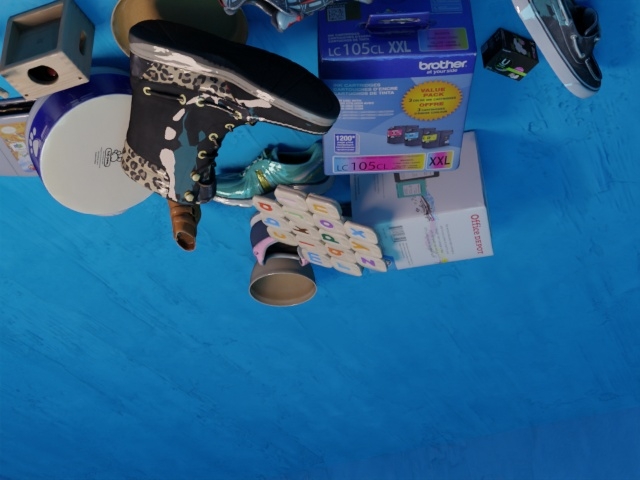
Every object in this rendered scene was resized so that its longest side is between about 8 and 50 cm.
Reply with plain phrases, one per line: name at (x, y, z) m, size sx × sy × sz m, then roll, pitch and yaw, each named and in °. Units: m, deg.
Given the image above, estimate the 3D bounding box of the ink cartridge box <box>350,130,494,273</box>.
ink cartridge box at (0.213, -0.077, 2.070) m, size 0.270 × 0.197 × 0.198 m, roll -8°, pitch 147°, yaw 10°

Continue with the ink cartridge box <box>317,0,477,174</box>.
ink cartridge box at (0.130, -0.292, 1.774) m, size 0.269 × 0.151 × 0.395 m, roll -3°, pitch 146°, yaw 0°

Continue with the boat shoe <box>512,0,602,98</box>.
boat shoe at (0.442, -0.362, 1.730) m, size 0.102 × 0.108 × 0.301 m, roll -21°, pitch 136°, yaw 29°

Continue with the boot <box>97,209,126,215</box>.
boot at (-0.417, -0.120, 2.075) m, size 0.258 × 0.095 × 0.123 m, roll -11°, pitch 154°, yaw 29°

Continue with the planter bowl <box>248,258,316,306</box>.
planter bowl at (-0.092, 0.072, 2.370) m, size 0.162 × 0.109 × 0.162 m, roll -2°, pitch 148°, yaw -1°

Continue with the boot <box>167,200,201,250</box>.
boot at (-0.298, -0.081, 2.068) m, size 0.072 × 0.152 × 0.197 m, roll -13°, pitch 147°, yaw 16°

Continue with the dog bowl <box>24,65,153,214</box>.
dog bowl at (-0.405, -0.182, 1.840) m, size 0.264 × 0.104 × 0.265 m, roll -18°, pitch 134°, yaw -19°

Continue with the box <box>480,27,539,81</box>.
box at (0.344, -0.338, 1.801) m, size 0.083 × 0.052 × 0.062 m, roll 15°, pitch 144°, yaw -24°

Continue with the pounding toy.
pounding toy at (-0.499, -0.292, 1.692) m, size 0.206 × 0.181 × 0.094 m, roll -14°, pitch 147°, yaw 17°

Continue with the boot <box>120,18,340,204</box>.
boot at (-0.173, -0.192, 1.710) m, size 0.377 × 0.138 × 0.284 m, roll 20°, pitch 124°, yaw 2°

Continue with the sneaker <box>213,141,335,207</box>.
sneaker at (-0.108, -0.145, 2.060) m, size 0.275 × 0.107 × 0.110 m, roll -11°, pitch 127°, yaw 6°

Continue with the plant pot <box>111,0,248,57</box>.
plant pot at (-0.243, -0.376, 1.717) m, size 0.236 × 0.032 × 0.236 m, roll -2°, pitch 149°, yaw -1°

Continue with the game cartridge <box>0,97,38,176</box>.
game cartridge at (-0.543, -0.205, 1.952) m, size 0.297 × 0.062 × 0.198 m, roll -6°, pitch 144°, yaw 6°

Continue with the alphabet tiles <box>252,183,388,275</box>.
alphabet tiles at (0.002, -0.017, 2.026) m, size 0.278 × 0.021 × 0.284 m, roll 15°, pitch 155°, yaw 23°

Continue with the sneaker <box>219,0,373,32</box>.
sneaker at (-0.040, -0.393, 1.599) m, size 0.261 × 0.125 × 0.104 m, roll 6°, pitch 179°, yaw -5°

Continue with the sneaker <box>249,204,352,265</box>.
sneaker at (0.000, 0.000, 2.240) m, size 0.318 × 0.131 × 0.112 m, roll -4°, pitch 148°, yaw 2°
